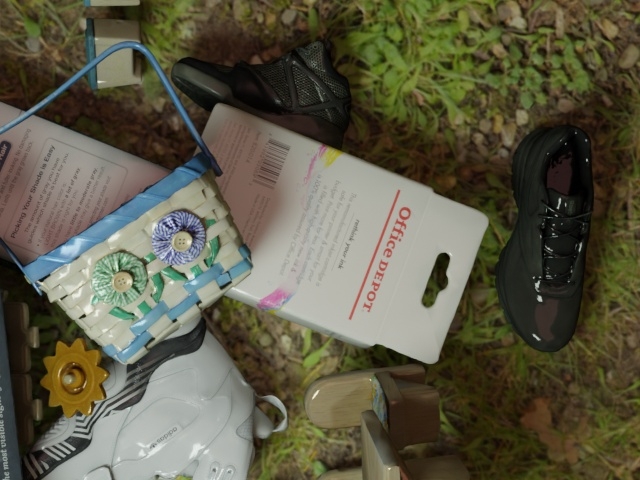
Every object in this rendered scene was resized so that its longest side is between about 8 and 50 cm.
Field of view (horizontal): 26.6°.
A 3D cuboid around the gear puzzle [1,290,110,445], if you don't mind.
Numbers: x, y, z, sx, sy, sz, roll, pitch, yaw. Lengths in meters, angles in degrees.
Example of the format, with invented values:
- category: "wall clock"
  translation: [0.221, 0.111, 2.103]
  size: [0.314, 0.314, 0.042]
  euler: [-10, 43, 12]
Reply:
- category: "gear puzzle"
  translation: [-0.373, 0.144, 1.522]
  size: [0.338, 0.044, 0.176]
  euler: [-4, 88, 27]

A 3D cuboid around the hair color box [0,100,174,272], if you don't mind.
- category: "hair color box"
  translation: [-0.359, -0.059, 1.598]
  size: [0.347, 0.105, 0.174]
  euler: [22, 80, -4]

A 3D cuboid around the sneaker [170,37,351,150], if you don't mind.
- category: "sneaker"
  translation: [-0.065, -0.200, 1.665]
  size: [0.227, 0.087, 0.130]
  euler: [19, 78, -7]

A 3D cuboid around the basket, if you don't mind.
- category: "basket"
  translation: [-0.217, -0.036, 1.451]
  size: [0.254, 0.201, 0.289]
  euler: [-37, 92, -6]

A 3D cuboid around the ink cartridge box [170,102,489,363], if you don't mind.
- category: "ink cartridge box"
  translation: [0.000, 0.000, 1.624]
  size: [0.353, 0.119, 0.207]
  euler: [22, 81, -2]

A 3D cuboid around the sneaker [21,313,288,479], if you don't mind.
- category: "sneaker"
  translation: [-0.208, 0.263, 1.552]
  size: [0.210, 0.137, 0.366]
  euler: [41, 77, 2]

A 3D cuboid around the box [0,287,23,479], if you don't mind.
- category: "box"
  translation: [-0.484, 0.163, 1.347]
  size: [0.312, 0.179, 0.343]
  euler: [-10, 97, -41]

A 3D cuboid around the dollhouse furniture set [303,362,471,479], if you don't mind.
- category: "dollhouse furniture set"
  translation: [0.036, 0.389, 1.466]
  size: [0.256, 0.362, 0.394]
  euler: [-7, 113, -9]

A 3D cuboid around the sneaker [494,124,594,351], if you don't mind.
- category: "sneaker"
  translation: [0.281, -0.008, 1.654]
  size: [0.109, 0.130, 0.286]
  euler: [2, 83, -8]

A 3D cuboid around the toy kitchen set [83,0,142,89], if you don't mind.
- category: "toy kitchen set"
  translation: [-0.284, -0.314, 1.667]
  size: [0.122, 0.166, 0.207]
  euler: [-2, 46, -7]
